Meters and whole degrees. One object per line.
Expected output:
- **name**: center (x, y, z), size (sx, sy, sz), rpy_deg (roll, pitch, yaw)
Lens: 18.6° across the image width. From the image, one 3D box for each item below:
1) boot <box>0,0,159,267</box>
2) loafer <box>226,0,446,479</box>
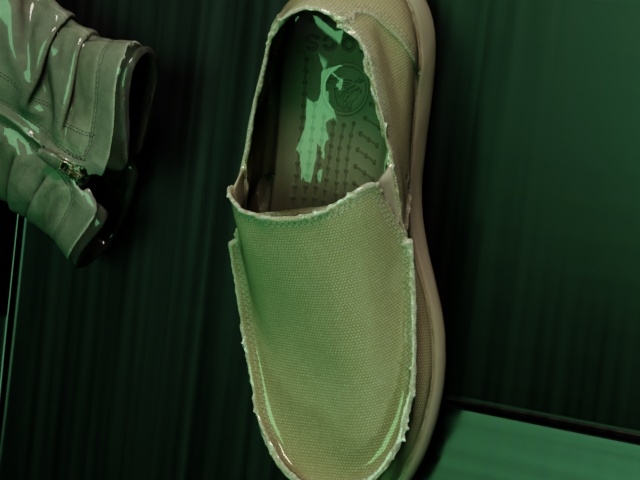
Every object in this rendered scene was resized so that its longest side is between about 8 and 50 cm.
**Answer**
- **boot**: center (-0.148, -0.118, 0.999), size (0.161, 0.083, 0.246), rpy_deg (23, 122, 21)
- **loafer**: center (0.000, 0.000, 0.933), size (0.102, 0.092, 0.268), rpy_deg (-1, 92, 27)
